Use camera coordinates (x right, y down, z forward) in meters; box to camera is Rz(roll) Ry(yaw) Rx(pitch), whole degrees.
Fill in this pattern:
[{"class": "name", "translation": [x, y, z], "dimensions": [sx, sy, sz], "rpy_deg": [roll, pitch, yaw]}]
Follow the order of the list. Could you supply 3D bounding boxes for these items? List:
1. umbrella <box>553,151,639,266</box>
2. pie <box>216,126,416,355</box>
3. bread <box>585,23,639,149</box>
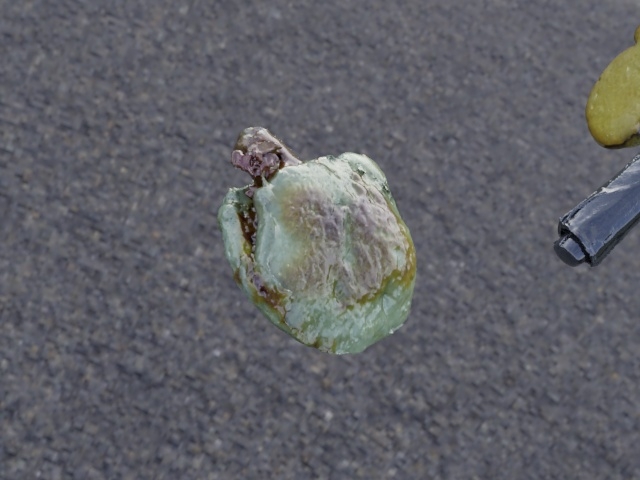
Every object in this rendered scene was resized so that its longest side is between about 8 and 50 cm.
[{"class": "umbrella", "translation": [0.199, -0.033, 0.780], "dimensions": [0.133, 0.031, 0.036], "rpy_deg": [-41, 63, -13]}, {"class": "pie", "translation": [0.003, 0.009, 1.449], "dimensions": [0.274, 0.105, 0.257], "rpy_deg": [12, 64, -37]}, {"class": "bread", "translation": [0.340, -0.133, 1.224], "dimensions": [0.065, 0.149, 0.187], "rpy_deg": [25, 35, -32]}]
